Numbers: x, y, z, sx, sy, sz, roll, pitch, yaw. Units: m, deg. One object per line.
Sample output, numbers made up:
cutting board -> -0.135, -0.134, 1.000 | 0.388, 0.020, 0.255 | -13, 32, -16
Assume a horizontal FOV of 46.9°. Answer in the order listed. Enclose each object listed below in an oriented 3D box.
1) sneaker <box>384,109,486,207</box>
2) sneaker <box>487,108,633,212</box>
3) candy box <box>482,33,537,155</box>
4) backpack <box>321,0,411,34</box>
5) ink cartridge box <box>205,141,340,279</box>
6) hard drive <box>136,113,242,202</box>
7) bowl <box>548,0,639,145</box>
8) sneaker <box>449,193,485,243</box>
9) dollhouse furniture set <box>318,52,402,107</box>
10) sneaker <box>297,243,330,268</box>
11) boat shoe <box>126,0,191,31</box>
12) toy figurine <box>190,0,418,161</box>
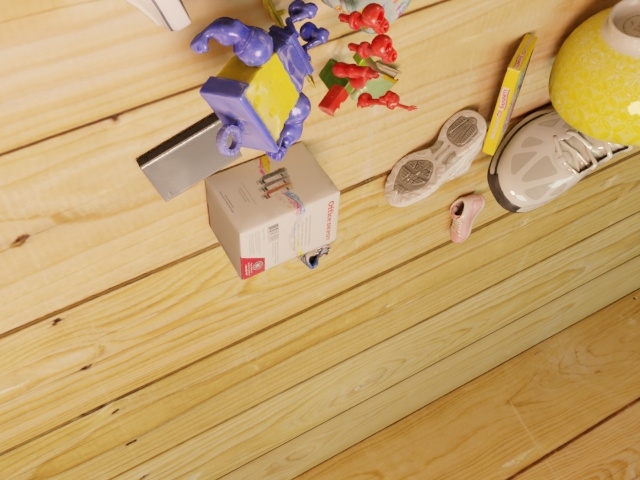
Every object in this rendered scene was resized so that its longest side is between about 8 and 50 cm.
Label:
sneaker -> 0.226, -0.135, 1.390 | 0.232, 0.090, 0.115 | -38, 153, 8
sneaker -> 0.532, -0.217, 1.395 | 0.447, 0.169, 0.257 | -34, -175, -18
candy box -> 0.340, -0.259, 1.334 | 0.105, 0.027, 0.206 | -55, 162, -32
backpack -> 0.043, -0.340, 0.889 | 0.152, 0.115, 0.182 | -35, 153, -5
ink cartridge box -> -0.075, -0.048, 1.171 | 0.176, 0.127, 0.128 | -23, 147, -20
hard drive -> -0.186, -0.119, 1.065 | 0.135, 0.022, 0.094 | -32, 150, -5
bowl -> 0.542, -0.318, 1.252 | 0.289, 0.289, 0.156 | -29, 143, -9
sneaker -> 0.305, -0.046, 1.630 | 0.070, 0.051, 0.134 | -9, 138, -35
dollhouse furniture set -> 0.071, -0.233, 1.122 | 0.151, 0.059, 0.076 | 6, 132, -48
sneaker -> 0.000, 0.000, 1.384 | 0.052, 0.058, 0.135 | -11, 142, -35
boat shoe -> -0.227, -0.292, 0.728 | 0.084, 0.095, 0.258 | -34, 140, 7
toy figurine -> -0.052, -0.195, 0.851 | 0.217, 0.191, 0.362 | -57, 148, -15
